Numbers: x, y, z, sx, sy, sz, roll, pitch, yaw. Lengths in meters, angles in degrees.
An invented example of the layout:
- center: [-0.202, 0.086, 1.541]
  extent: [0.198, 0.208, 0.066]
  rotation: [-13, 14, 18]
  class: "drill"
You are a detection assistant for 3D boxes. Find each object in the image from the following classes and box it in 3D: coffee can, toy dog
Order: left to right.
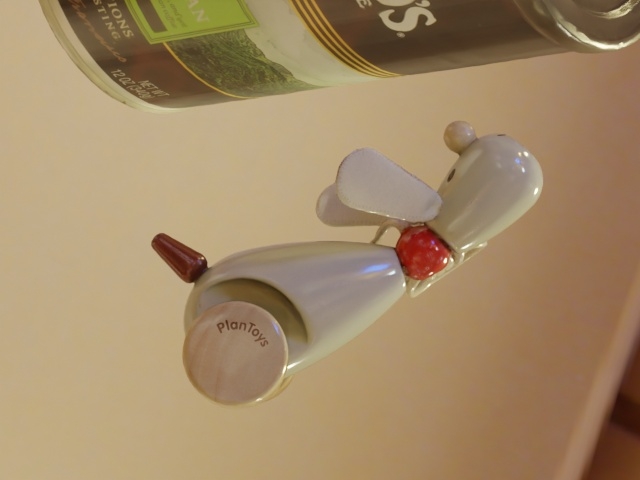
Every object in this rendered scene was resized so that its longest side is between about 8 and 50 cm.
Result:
- center: [0.000, 0.000, 1.538]
  extent: [0.161, 0.333, 0.220]
  rotation: [54, -25, 4]
  class: "toy dog"
- center: [0.015, -0.178, 0.966]
  extent: [0.275, 0.201, 0.202]
  rotation: [-6, -111, 35]
  class: "coffee can"
